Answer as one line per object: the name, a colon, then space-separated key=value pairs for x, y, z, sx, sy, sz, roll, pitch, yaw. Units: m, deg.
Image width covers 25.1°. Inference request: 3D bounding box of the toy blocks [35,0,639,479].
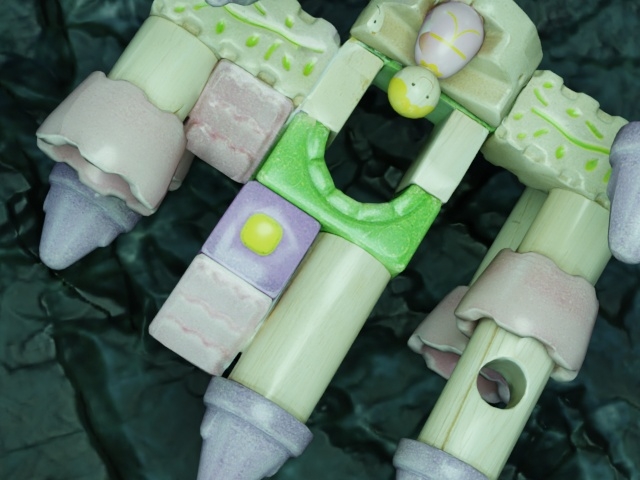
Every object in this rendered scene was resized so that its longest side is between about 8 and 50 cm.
toy blocks: x=0.000 y=0.000 z=0.655 sx=0.288 sy=0.309 sz=0.260 roll=33 pitch=75 yaw=-4
